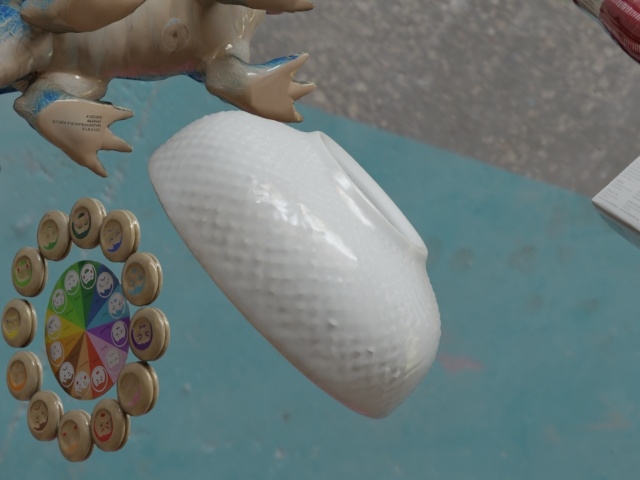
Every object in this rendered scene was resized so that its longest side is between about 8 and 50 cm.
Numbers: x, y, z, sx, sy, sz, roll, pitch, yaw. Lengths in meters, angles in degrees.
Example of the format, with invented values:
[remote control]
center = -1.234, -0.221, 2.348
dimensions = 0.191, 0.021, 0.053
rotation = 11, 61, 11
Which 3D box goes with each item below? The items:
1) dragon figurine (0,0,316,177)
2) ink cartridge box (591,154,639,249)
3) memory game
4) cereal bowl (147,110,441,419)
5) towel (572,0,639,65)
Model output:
[dragon figurine]
center = -0.098, -0.094, 0.617
dimensions = 0.289, 0.144, 0.085
rotation = -18, 121, -32
[ink cartridge box]
center = 0.288, -0.058, 1.067
dimensions = 0.179, 0.145, 0.045
rotation = -40, 108, 1
[memory game]
center = -0.168, 0.062, 1.063
dimensions = 0.012, 0.186, 0.186
rotation = 4, 115, -46
[cereal bowl]
center = 0.000, 0.000, 1.462
dimensions = 0.141, 0.339, 0.339
rotation = -41, 123, 8
[towel]
center = 0.234, -0.003, 0.477
dimensions = 0.237, 0.329, 0.037
rotation = 14, 110, -21
